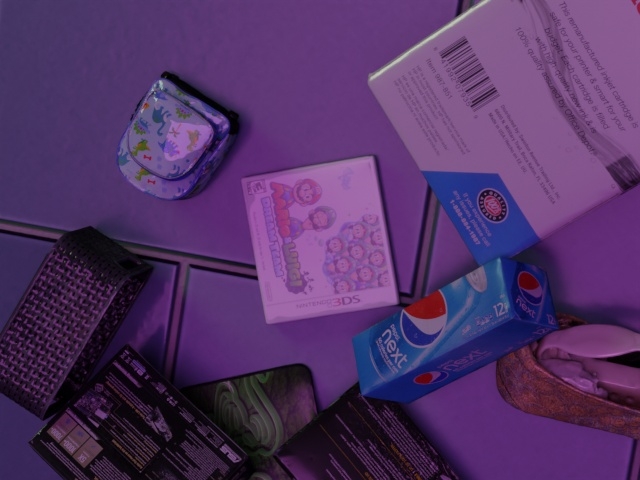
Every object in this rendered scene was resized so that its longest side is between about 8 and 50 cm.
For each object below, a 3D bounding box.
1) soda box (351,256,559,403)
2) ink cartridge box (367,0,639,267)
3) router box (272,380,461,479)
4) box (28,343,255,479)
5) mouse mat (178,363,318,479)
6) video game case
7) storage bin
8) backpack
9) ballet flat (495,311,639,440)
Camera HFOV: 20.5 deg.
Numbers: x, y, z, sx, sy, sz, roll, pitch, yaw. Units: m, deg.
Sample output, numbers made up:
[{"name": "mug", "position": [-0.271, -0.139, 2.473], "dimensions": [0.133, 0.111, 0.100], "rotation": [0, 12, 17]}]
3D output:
[{"name": "soda box", "position": [0.130, 0.091, 1.738], "dimensions": [0.210, 0.071, 0.067], "rotation": [-32, 57, 39]}, {"name": "ink cartridge box", "position": [0.237, -0.146, 1.681], "dimensions": [0.307, 0.129, 0.223], "rotation": [-32, 88, 29]}, {"name": "router box", "position": [0.057, 0.245, 1.812], "dimensions": [0.133, 0.046, 0.179], "rotation": [-39, 88, -10]}, {"name": "box", "position": [-0.182, 0.223, 1.821], "dimensions": [0.180, 0.077, 0.147], "rotation": [41, 78, 15]}, {"name": "mouse mat", "position": [-0.068, 0.233, 1.853], "dimensions": [0.152, 0.007, 0.190], "rotation": [-13, 79, 11]}, {"name": "video game case", "position": [0.000, 0.000, 1.834], "dimensions": [0.143, 0.019, 0.157], "rotation": [-9, 93, 11]}, {"name": "storage bin", "position": [-0.263, 0.084, 1.838], "dimensions": [0.084, 0.122, 0.180], "rotation": [34, 100, 5]}, {"name": "backpack", "position": [-0.154, -0.100, 1.820], "dimensions": [0.105, 0.084, 0.114], "rotation": [33, 103, 8]}, {"name": "ballet flat", "position": [0.343, 0.143, 1.727], "dimensions": [0.348, 0.123, 0.123], "rotation": [12, 98, 12]}]
